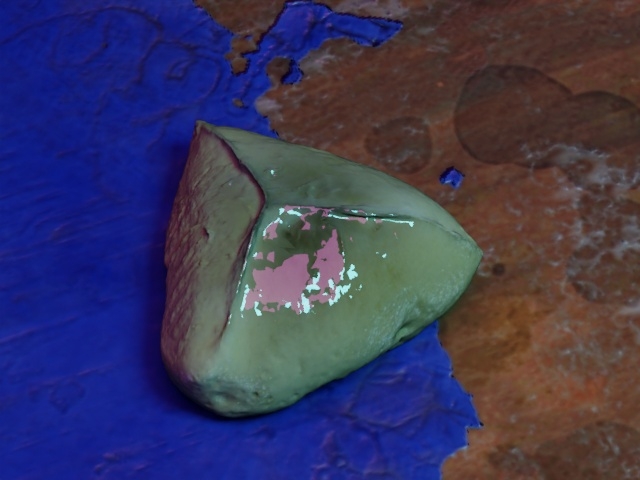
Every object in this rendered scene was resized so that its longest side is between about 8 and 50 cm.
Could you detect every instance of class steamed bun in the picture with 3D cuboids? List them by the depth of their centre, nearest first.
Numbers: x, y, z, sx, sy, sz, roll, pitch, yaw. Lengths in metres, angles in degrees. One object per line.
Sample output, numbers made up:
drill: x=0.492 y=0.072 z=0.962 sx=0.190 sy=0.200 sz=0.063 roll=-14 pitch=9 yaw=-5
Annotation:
steamed bun: x=-0.021 y=0.018 z=1.339 sx=0.231 sy=0.110 sz=0.212 roll=17 pitch=59 yaw=15
